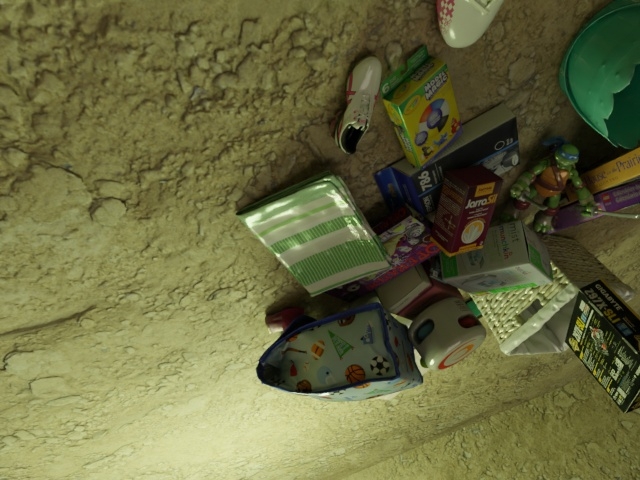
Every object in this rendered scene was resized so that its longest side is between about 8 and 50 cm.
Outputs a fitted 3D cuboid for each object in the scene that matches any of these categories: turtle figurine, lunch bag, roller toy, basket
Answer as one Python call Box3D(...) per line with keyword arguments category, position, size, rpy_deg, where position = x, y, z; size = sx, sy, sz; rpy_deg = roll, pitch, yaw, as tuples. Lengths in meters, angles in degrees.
Box3D(category="turtle figurine", position=(0.567, -0.090, 1.189), size=(0.197, 0.275, 0.266), rpy_deg=(-16, 154, -9))
Box3D(category="lunch bag", position=(0.053, 0.337, 1.342), size=(0.385, 0.239, 0.328), rpy_deg=(-21, 152, 16))
Box3D(category="roller toy", position=(0.352, 0.256, 1.340), size=(0.209, 0.146, 0.191), rpy_deg=(-30, 148, -4))
Box3D(category="basket", position=(0.728, 0.171, 1.533), size=(0.331, 0.267, 0.328), rpy_deg=(7, 131, -31))

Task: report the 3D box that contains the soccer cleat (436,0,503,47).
Box3D(category="soccer cleat", position=(0.272, -0.442, 0.732), size=(0.115, 0.143, 0.331), rpy_deg=(-10, 139, -16))

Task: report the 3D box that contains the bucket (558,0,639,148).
Box3D(category="bucket", position=(0.656, -0.355, 0.985), size=(0.281, 0.183, 0.281), rpy_deg=(-14, 139, -12))

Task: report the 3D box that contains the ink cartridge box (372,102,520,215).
Box3D(category="ink cartridge box", position=(0.300, -0.167, 1.114), size=(0.332, 0.065, 0.165), rpy_deg=(-29, 141, 7))

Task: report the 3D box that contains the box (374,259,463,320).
Box3D(category="box", position=(0.283, 0.143, 1.394), size=(0.232, 0.127, 0.148), rpy_deg=(23, 123, -42))

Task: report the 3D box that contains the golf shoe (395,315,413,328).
Box3D(category="golf shoe", position=(0.321, 0.224, 1.555), size=(0.198, 0.077, 0.094), rpy_deg=(-23, 130, -11))

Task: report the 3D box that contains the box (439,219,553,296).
Box3D(category="box", position=(0.490, 0.057, 1.323), size=(0.231, 0.127, 0.262), rpy_deg=(-15, 156, 33))

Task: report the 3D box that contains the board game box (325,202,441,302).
Box3D(category="board game box", position=(0.141, 0.046, 1.239), size=(0.346, 0.056, 0.208), rpy_deg=(-35, 144, 28))

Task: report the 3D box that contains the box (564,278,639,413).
Box3D(category="box", position=(0.801, 0.295, 1.301), size=(0.079, 0.257, 0.322), rpy_deg=(-24, 138, 0))

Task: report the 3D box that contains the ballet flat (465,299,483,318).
Box3D(category="ballet flat", position=(0.453, 0.298, 1.680), size=(0.280, 0.095, 0.096), rpy_deg=(-20, 152, -4))

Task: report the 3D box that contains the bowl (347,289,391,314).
Box3D(category="bowl", position=(0.156, 0.202, 1.457), size=(0.142, 0.053, 0.142), rpy_deg=(21, 123, -39))

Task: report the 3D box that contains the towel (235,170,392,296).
Box3D(category="towel", position=(0.000, 0.000, 1.096), size=(0.247, 0.038, 0.325), rpy_deg=(-22, 132, 19))

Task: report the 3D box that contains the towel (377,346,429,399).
Box3D(category="towel", position=(0.289, 0.508, 1.859), size=(0.316, 0.053, 0.332), rpy_deg=(22, 122, -40))

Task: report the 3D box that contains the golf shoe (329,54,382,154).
Box3D(category="golf shoe", position=(0.077, -0.251, 0.895), size=(0.067, 0.086, 0.186), rpy_deg=(-1, 134, -24))

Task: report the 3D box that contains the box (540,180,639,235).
Box3D(category="box", position=(0.768, -0.092, 1.315), size=(0.200, 0.057, 0.293), rpy_deg=(-17, 172, -9))

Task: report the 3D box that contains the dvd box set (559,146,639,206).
Box3D(category="dvd box set", position=(0.805, -0.192, 1.162), size=(0.307, 0.062, 0.420), rpy_deg=(-18, 172, -7))

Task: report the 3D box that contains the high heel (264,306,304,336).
Box3D(category="high heel", position=(-0.073, 0.285, 1.416), size=(0.117, 0.082, 0.244), rpy_deg=(-15, 127, 6))

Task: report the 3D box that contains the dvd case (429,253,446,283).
Box3D(category="dvd case", position=(0.337, 0.054, 1.342), size=(0.013, 0.120, 0.087), rpy_deg=(-10, 156, 43))

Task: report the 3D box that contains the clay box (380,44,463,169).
Box3D(category="clay box", position=(0.206, -0.259, 0.950), size=(0.127, 0.053, 0.222), rpy_deg=(-43, 141, -4))

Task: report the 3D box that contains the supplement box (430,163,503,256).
Box3D(category="supplement box", position=(0.332, -0.068, 1.093), size=(0.104, 0.081, 0.188), rpy_deg=(-13, 129, -22))
